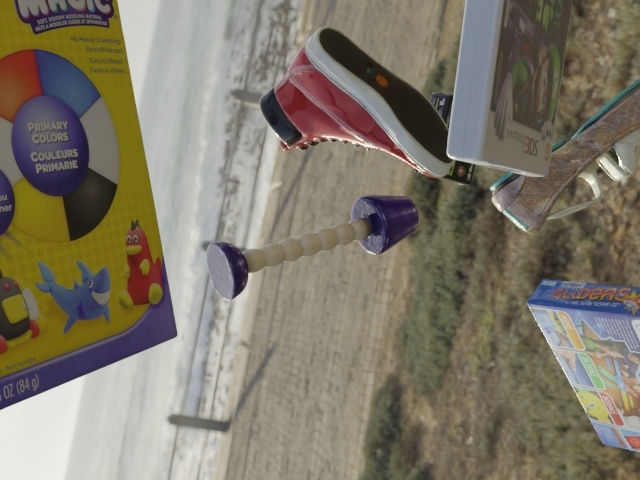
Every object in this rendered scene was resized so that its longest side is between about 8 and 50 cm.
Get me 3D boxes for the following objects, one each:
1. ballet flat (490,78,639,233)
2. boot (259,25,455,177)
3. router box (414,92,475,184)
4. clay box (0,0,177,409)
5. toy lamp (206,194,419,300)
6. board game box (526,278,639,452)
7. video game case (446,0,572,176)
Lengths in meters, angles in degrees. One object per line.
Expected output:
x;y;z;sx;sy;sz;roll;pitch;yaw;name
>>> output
0.382;-0.112;1.251;0.106;0.316;0.107;53;166;9;ballet flat
0.044;-0.141;1.146;0.176;0.244;0.088;-43;11;43;boot
0.196;-0.151;1.312;0.038;0.092;0.123;15;93;50;router box
-0.137;-0.048;0.380;0.127;0.053;0.222;-20;-77;-58;clay box
0.000;0.000;1.069;0.080;0.274;0.080;34;133;47;toy lamp
0.288;0.123;0.799;0.136;0.201;0.035;4;44;50;board game box
0.118;-0.135;0.500;0.173;0.022;0.191;-3;-80;-65;video game case
